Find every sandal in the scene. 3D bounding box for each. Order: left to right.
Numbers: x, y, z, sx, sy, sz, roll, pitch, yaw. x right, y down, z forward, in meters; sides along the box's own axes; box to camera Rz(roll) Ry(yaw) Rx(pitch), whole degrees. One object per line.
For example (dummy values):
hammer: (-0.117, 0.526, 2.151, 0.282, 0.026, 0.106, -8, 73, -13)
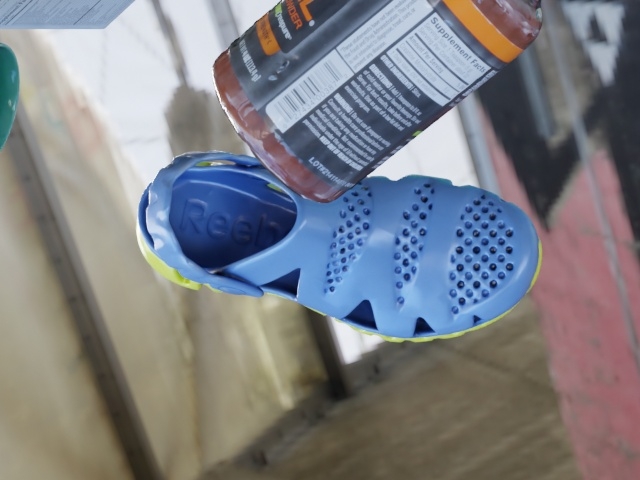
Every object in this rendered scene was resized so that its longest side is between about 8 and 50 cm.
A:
sandal: (0.000, 0.000, 1.195, 0.317, 0.126, 0.138, 5, 171, 13)

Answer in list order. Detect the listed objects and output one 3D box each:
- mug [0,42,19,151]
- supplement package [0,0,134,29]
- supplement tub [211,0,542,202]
mug: (-0.365, -0.153, 1.626, 0.097, 0.158, 0.129, 14, -176, 12)
supplement package: (-0.309, -0.352, 1.725, 0.262, 0.199, 0.198, -7, 162, -43)
supplement tub: (0.044, -0.116, 0.883, 0.198, 0.106, 0.106, -39, -166, 16)
